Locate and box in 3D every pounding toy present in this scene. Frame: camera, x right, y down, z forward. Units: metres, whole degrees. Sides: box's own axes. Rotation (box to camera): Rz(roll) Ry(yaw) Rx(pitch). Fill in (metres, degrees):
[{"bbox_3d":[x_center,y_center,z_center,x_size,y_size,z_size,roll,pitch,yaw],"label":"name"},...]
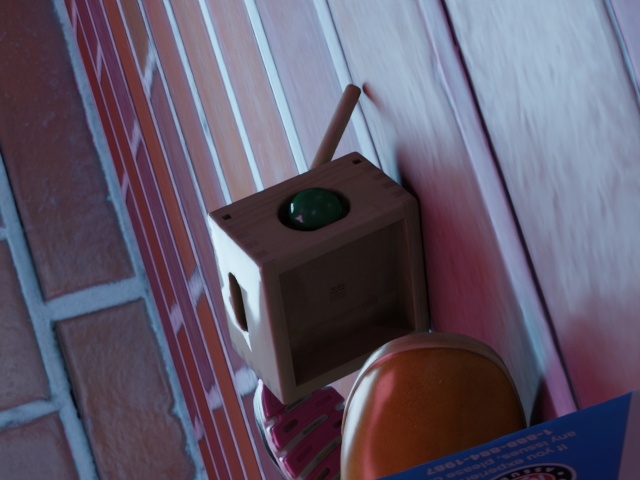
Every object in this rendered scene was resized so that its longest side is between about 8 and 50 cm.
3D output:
[{"bbox_3d":[0.000,0.000,0.952,0.100,0.130,0.141,42,149,47],"label":"pounding toy"}]

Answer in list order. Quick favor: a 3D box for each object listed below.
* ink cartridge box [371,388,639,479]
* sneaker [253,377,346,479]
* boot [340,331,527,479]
[{"bbox_3d":[0.135,0.148,0.353,0.233,0.171,0.168,-136,31,-69],"label":"ink cartridge box"},{"bbox_3d":[0.004,0.160,0.990,0.170,0.063,0.075,55,152,-4],"label":"sneaker"},{"bbox_3d":[0.061,0.212,0.796,0.211,0.104,0.295,-87,-3,-45],"label":"boot"}]
